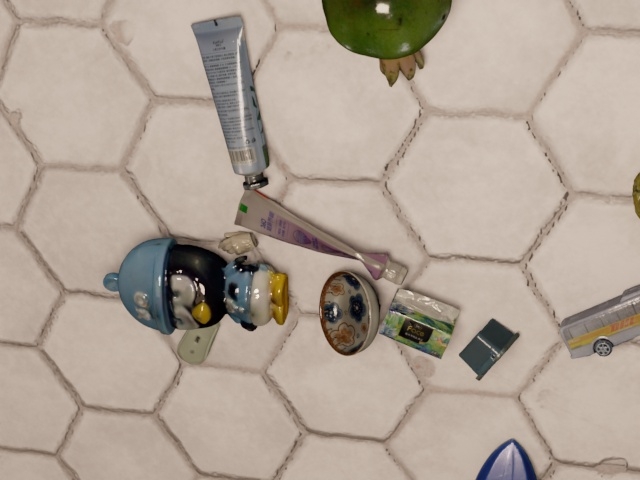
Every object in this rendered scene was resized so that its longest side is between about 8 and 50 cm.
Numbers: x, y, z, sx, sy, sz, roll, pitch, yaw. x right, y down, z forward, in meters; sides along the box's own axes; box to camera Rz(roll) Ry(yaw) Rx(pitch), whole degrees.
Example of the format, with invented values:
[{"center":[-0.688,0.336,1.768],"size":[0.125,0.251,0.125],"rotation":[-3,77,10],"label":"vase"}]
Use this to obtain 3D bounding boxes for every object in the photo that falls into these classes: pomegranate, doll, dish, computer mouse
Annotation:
[{"center":[0.095,-0.318,1.493],"size":[0.187,0.187,0.225],"rotation":[0,139,16],"label":"pomegranate"},{"center":[-0.211,0.082,1.783],"size":[0.314,0.141,0.177],"rotation":[5,128,9],"label":"doll"},{"center":[0.069,0.117,1.759],"size":[0.141,0.078,0.141],"rotation":[6,97,55],"label":"dish"},{"center":[-0.212,0.167,1.886],"size":[0.056,0.032,0.110],"rotation":[27,109,1],"label":"computer mouse"}]

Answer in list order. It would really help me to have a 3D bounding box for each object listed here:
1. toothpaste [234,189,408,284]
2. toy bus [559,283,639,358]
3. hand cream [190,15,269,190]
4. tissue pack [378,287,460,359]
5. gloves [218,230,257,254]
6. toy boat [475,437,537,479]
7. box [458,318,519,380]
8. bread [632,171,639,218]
[{"center":[0.000,0.000,1.735],"size":[0.301,0.048,0.075],"rotation":[24,147,11],"label":"toothpaste"},{"center":[0.467,0.122,1.654],"size":[0.190,0.064,0.075],"rotation":[-29,93,26],"label":"toy bus"},{"center":[-0.130,-0.211,1.667],"size":[0.091,0.058,0.271],"rotation":[-2,111,30],"label":"hand cream"},{"center":[0.164,0.126,1.727],"size":[0.111,0.085,0.079],"rotation":[23,118,5],"label":"tissue pack"},{"center":[-0.135,0.002,1.784],"size":[0.081,0.037,0.044],"rotation":[-24,71,30],"label":"gloves"},{"center":[0.320,0.480,1.862],"size":[0.129,0.088,0.295],"rotation":[8,106,13],"label":"toy boat"},{"center":[0.268,0.172,1.716],"size":[0.054,0.099,0.074],"rotation":[40,120,12],"label":"box"},{"center":[0.526,-0.051,1.548],"size":[0.156,0.064,0.117],"rotation":[43,120,-5],"label":"bread"}]
